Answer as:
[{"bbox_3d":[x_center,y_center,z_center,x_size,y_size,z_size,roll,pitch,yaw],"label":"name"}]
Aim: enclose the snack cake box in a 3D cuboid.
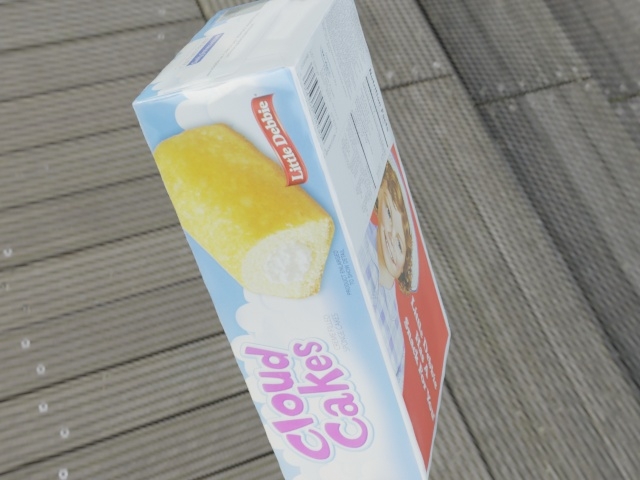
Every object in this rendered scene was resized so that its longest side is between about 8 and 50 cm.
[{"bbox_3d":[0.000,0.000,0.569,0.089,0.264,0.152,-10,27,17],"label":"snack cake box"}]
